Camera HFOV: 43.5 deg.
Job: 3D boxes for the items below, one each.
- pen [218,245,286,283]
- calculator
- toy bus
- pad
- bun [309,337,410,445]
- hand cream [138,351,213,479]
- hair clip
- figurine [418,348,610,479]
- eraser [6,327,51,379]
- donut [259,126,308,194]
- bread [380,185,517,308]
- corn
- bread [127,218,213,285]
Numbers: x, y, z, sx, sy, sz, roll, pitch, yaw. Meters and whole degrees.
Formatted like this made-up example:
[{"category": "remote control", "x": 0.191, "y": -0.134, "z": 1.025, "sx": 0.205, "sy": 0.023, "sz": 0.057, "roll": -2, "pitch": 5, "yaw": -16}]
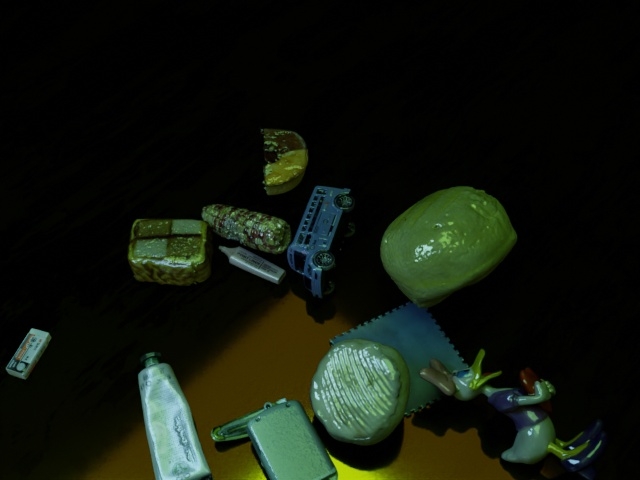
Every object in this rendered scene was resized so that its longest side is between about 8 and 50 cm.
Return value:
[{"category": "pen", "x": -0.183, "y": 0.056, "z": 2.089, "sx": 0.197, "sy": 0.032, "sz": 0.053, "roll": 23, "pitch": 58, "yaw": 17}, {"category": "calculator", "x": -0.063, "y": 0.460, "z": 1.751, "sx": 0.141, "sy": 0.045, "sz": 0.246, "roll": -23, "pitch": 64, "yaw": -19}, {"category": "toy bus", "x": 0.000, "y": 0.000, "z": 2.066, "sx": 0.133, "sy": 0.125, "sz": 0.292, "roll": 12, "pitch": 53, "yaw": 12}, {"category": "pad", "x": 0.193, "y": 0.285, "z": 1.914, "sx": 0.269, "sy": 0.012, "sz": 0.270, "roll": -22, "pitch": 55, "yaw": -14}, {"category": "bun", "x": 0.092, "y": 0.337, "z": 1.784, "sx": 0.239, "sy": 0.141, "sz": 0.239, "roll": -8, "pitch": 72, "yaw": 27}, {"category": "hand cream", "x": -0.345, "y": 0.411, "z": 1.816, "sx": 0.121, "sy": 0.076, "sz": 0.336, "roll": -20, "pitch": 61, "yaw": -6}, {"category": "hair clip", "x": -0.157, "y": 0.415, "z": 1.815, "sx": 0.188, "sy": 0.033, "sz": 0.060, "roll": -17, "pitch": 56, "yaw": -17}, {"category": "figurine", "x": 0.422, "y": 0.372, "z": 1.757, "sx": 0.421, "sy": 0.154, "sz": 0.193, "roll": 39, "pitch": 102, "yaw": 15}, {"category": "eraser", "x": -0.707, "y": 0.274, "z": 1.945, "sx": 0.052, "sy": 0.029, "sz": 0.122, "roll": 14, "pitch": 55, "yaw": 12}, {"category": "donut", "x": -0.104, "y": -0.216, "z": 2.258, "sx": 0.141, "sy": 0.085, "sz": 0.217, "roll": -1, "pitch": 54, "yaw": 1}, {"category": "bread", "x": 0.301, "y": 0.007, "z": 1.941, "sx": 0.320, "sy": 0.320, "sz": 0.237, "roll": -41, "pitch": 92, "yaw": -25}, {"category": "corn", "x": -0.199, "y": -0.035, "z": 2.089, "sx": 0.290, "sy": 0.098, "sz": 0.098, "roll": 15, "pitch": 53, "yaw": 35}, {"category": "bread", "x": -0.391, "y": 0.025, "z": 2.083, "sx": 0.222, "sy": 0.096, "sz": 0.181, "roll": 1, "pitch": 51, "yaw": 4}]
